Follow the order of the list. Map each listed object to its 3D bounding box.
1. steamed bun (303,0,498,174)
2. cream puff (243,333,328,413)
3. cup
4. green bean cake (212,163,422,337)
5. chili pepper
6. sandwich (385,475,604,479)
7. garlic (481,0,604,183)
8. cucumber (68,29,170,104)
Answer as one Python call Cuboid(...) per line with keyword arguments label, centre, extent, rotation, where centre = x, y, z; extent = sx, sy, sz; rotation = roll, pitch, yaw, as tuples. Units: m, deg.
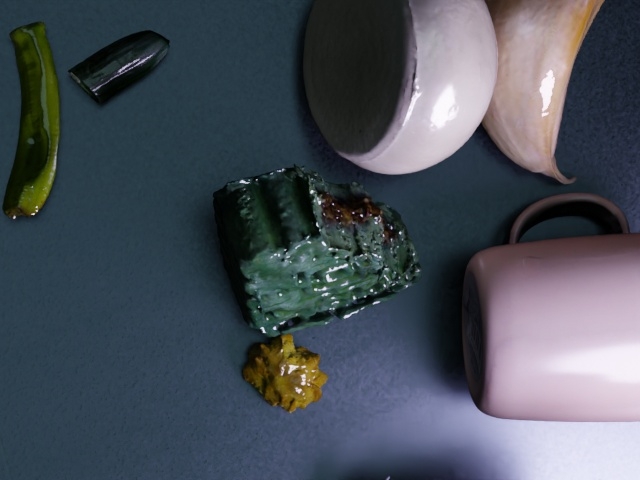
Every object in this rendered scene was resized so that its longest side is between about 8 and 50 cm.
Cuboid(label="steamed bun", centre=(0.092, -0.181, 1.906), extent=(0.145, 0.232, 0.231), rotation=(-1, 88, -32))
Cuboid(label="cream puff", centre=(-0.036, 0.135, 1.952), extent=(0.083, 0.058, 0.083), rotation=(-16, 92, -6))
Cuboid(label="cup", centre=(0.249, 0.063, 1.942), extent=(0.200, 0.191, 0.252), rotation=(-1, 59, -4))
Cuboid(label="green bean cake", centre=(0.000, 0.000, 1.880), extent=(0.193, 0.208, 0.107), rotation=(-15, 64, -4))
Cuboid(label="chili pepper", centre=(-0.289, -0.120, 1.934), extent=(0.052, 0.050, 0.201), rotation=(0, 85, 9))
Cuboid(label="sandwich", centre=(0.167, 0.294, 1.863), extent=(0.254, 0.288, 0.099), rotation=(13, 69, -9))
Cuboid(label="garlic", centre=(0.228, -0.190, 1.974), extent=(0.164, 0.145, 0.244), rotation=(13, 89, -38))
Cuboid(label="cucumber", centre=(-0.200, -0.181, 1.947), extent=(0.105, 0.048, 0.048), rotation=(-33, 92, -7))
